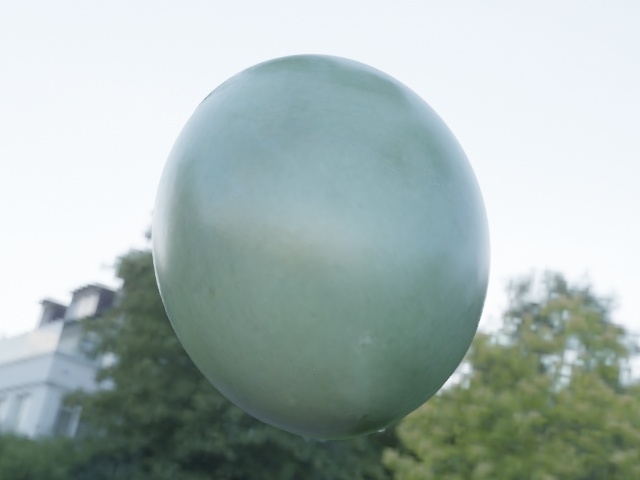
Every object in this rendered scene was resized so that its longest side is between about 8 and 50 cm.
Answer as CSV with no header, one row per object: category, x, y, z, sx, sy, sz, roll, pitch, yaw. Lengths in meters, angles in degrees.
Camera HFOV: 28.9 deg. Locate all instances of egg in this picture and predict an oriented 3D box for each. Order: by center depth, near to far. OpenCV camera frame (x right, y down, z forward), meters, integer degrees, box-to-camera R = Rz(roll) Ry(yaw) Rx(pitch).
egg,0.000,0.000,0.690,0.186,0.253,0.187,-4,-53,-5
